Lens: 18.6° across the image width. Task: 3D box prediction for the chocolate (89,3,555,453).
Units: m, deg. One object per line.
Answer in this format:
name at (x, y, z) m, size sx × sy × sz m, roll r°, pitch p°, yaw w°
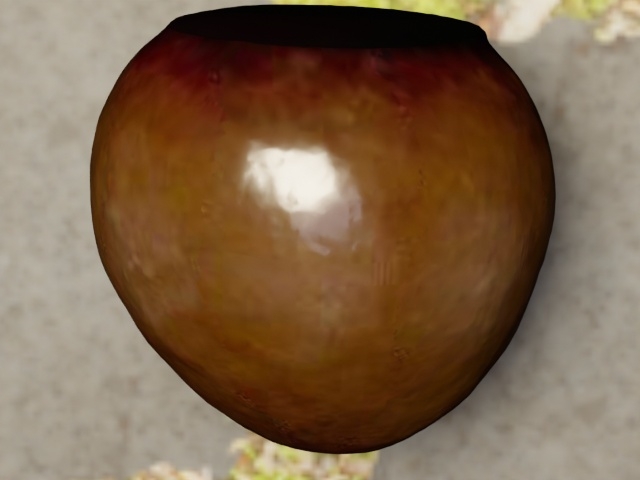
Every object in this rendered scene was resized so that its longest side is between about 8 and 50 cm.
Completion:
chocolate at (0.000, 0.000, 0.702) m, size 0.177 × 0.177 × 0.176 m, roll 1°, pitch 105°, yaw 2°
